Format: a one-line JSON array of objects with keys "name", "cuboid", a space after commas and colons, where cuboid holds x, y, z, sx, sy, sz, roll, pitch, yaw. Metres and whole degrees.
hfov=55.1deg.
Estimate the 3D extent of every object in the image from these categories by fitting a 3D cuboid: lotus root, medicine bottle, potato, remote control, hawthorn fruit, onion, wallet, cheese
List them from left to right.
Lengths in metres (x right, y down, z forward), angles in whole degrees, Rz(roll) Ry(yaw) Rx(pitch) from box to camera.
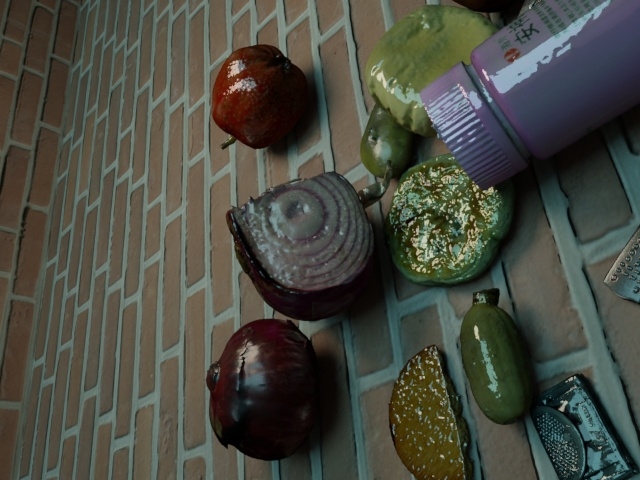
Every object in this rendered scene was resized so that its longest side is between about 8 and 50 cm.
[{"name": "hawthorn fruit", "cuboid": [-0.148, -0.295, 1.335, 0.253, 0.205, 0.205, -45, 46, 33]}, {"name": "onion", "cuboid": [-0.104, 0.254, 1.061, 0.246, 0.190, 0.246, -45, 38, 51]}, {"name": "onion", "cuboid": [-0.027, 0.016, 1.059, 0.230, 0.273, 0.256, 106, 165, -69]}, {"name": "potato", "cuboid": [0.122, -0.196, 1.084, 0.105, 0.085, 0.188, 5, 73, 43]}, {"name": "cheese", "cuboid": [0.193, -0.274, 0.981, 0.226, 0.117, 0.214, -41, 56, -3]}, {"name": "lotus root", "cuboid": [0.227, 0.150, 0.813, 0.090, 0.077, 0.182, 94, 170, -65]}, {"name": "medicine bottle", "cuboid": [0.294, -0.208, 0.793, 0.291, 0.178, 0.178, -33, 52, 23]}, {"name": "wallet", "cuboid": [0.308, 0.236, 0.739, 0.088, 0.026, 0.129, -42, 47, 28]}, {"name": "remote control", "cuboid": [0.416, -0.021, 0.728, 0.059, 0.028, 0.212, 41, 106, 44]}]

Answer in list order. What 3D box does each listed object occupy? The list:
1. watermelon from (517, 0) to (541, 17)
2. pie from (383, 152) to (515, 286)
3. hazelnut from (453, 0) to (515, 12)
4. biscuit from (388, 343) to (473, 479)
[{"name": "watermelon", "cuboid": [0.350, -0.341, 0.908, 0.139, 0.071, 0.186, -12, 66, 50]}, {"name": "pie", "cuboid": [0.195, -0.039, 0.959, 0.241, 0.054, 0.240, -22, 59, 42]}, {"name": "hazelnut", "cuboid": [0.257, -0.474, 0.971, 0.230, 0.230, 0.229, -22, 59, 41]}, {"name": "biscuit", "cuboid": [0.154, 0.264, 0.898, 0.126, 0.025, 0.206, -32, 51, 35]}]
